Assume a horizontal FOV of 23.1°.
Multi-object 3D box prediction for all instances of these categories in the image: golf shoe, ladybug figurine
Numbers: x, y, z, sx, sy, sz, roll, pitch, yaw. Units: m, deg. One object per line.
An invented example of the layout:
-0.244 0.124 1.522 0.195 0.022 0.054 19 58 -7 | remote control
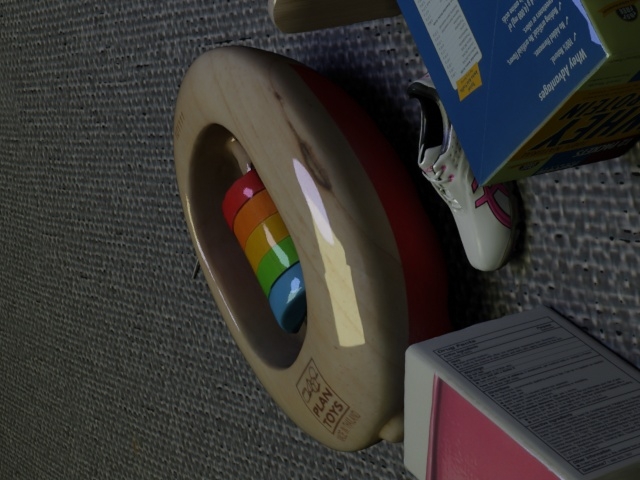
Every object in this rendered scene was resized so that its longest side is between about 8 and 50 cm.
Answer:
0.119 -0.060 1.360 0.067 0.086 0.186 1 105 61 | golf shoe
0.000 0.000 1.529 0.449 0.162 0.305 64 150 25 | ladybug figurine

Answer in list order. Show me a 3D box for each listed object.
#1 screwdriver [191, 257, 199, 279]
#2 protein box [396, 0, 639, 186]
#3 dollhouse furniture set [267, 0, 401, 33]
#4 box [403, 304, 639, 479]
-0.146 0.005 1.981 0.024 0.025 0.170 62 159 24 | screwdriver
0.173 -0.179 1.142 0.201 0.136 0.200 68 152 17 | protein box
-0.082 -0.432 1.380 0.362 0.257 0.394 57 147 34 | dollhouse furniture set
0.189 0.170 1.262 0.232 0.149 0.126 39 136 51 | box
